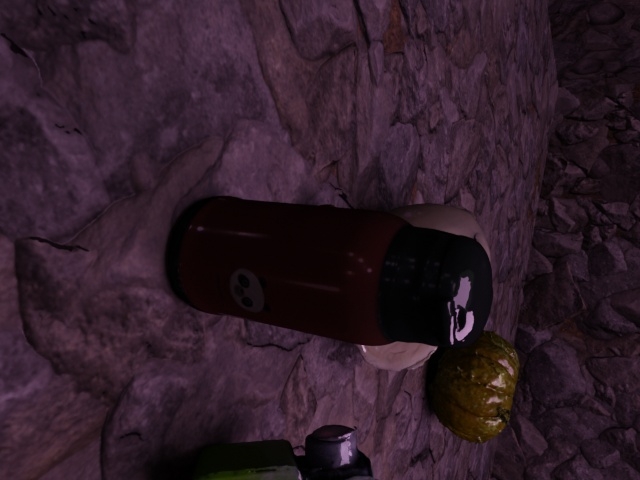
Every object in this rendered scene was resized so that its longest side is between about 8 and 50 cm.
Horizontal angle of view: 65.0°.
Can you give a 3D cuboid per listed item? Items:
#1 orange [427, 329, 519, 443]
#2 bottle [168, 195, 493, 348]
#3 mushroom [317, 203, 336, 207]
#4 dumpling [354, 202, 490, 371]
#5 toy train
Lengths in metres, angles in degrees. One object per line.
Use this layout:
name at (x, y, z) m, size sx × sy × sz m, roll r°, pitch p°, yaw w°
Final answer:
orange at (0.419, 0.383, 1.372) m, size 0.300 × 0.223 × 0.301 m, roll 78°, pitch 34°, yaw -54°
bottle at (0.004, 0.035, 0.528) m, size 0.144 × 0.336 × 0.144 m, roll -19°, pitch 113°, yaw -55°
mushroom at (0.000, 0.000, 0.785) m, size 0.123 × 0.052 × 0.123 m, roll 11°, pitch 90°, yaw -67°
dumpling at (0.182, 0.095, 0.934) m, size 0.395 × 0.233 × 0.315 m, roll -22°, pitch 108°, yaw -44°
toy train at (-0.032, 0.378, 0.575) m, size 0.173 × 0.249 × 0.307 m, roll 141°, pitch -54°, yaw -78°
